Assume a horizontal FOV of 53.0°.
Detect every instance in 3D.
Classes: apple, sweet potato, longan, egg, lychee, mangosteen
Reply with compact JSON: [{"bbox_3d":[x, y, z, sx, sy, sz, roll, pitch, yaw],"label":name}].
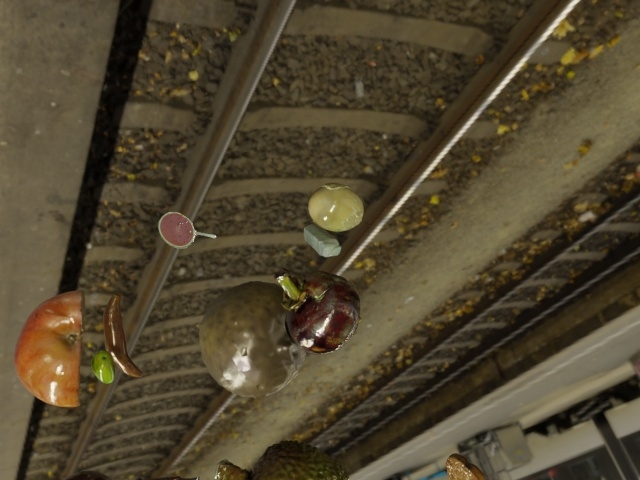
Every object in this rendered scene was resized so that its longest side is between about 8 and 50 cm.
[{"bbox_3d":[-0.687,0.274,1.629,0.163,0.293,0.251,1,151,-19],"label":"apple"},{"bbox_3d":[-0.566,0.277,1.794,0.078,0.256,0.058,-20,-168,-38],"label":"sweet potato"},{"bbox_3d":[-0.216,0.330,2.152,0.390,0.391,0.391,-17,154,-8],"label":"longan"},{"bbox_3d":[0.053,-0.109,2.131,0.201,0.164,0.164,13,140,-34],"label":"egg"},{"bbox_3d":[-0.079,0.631,1.583,0.319,0.270,0.270,-16,155,8],"label":"lychee"},{"bbox_3d":[-0.024,0.176,1.754,0.289,0.231,0.231,39,125,-19],"label":"mangosteen"}]

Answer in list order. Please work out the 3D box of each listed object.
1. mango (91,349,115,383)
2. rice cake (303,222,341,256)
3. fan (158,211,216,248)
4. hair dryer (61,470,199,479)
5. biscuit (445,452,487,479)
[{"bbox_3d":[-0.575,0.340,1.709,0.056,0.073,0.108,-20,143,-15],"label":"mango"},{"bbox_3d":[0.000,0.000,2.241,0.069,0.206,0.063,-10,113,-23],"label":"rice cake"},{"bbox_3d":[-0.282,-0.018,1.357,0.133,0.005,0.085,8,116,11],"label":"fan"},{"bbox_3d":[-0.436,0.556,1.389,0.340,0.123,0.312,-10,168,1],"label":"hair dryer"},{"bbox_3d":[0.427,0.693,1.790,0.036,0.212,0.212,-26,157,-20],"label":"biscuit"}]
